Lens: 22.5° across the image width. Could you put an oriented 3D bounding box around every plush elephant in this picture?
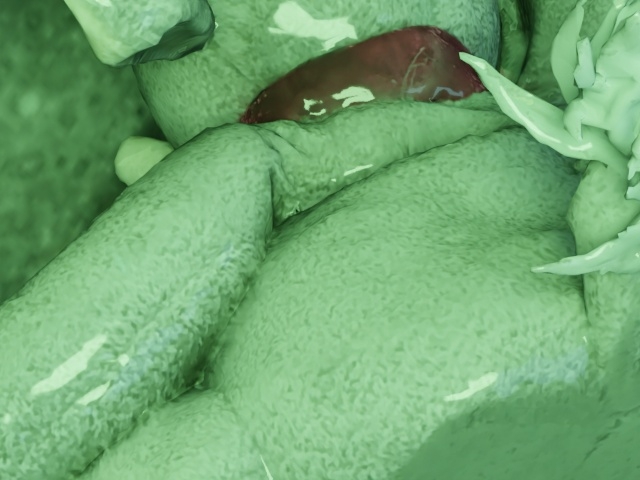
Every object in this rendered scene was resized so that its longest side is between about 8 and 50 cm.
[{"bbox_3d":[0.000,0.000,0.485,0.272,0.255,0.330,8,125,-27],"label":"plush elephant"}]
